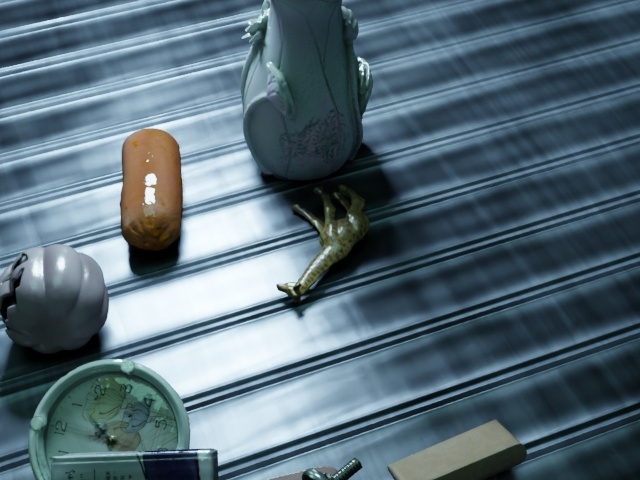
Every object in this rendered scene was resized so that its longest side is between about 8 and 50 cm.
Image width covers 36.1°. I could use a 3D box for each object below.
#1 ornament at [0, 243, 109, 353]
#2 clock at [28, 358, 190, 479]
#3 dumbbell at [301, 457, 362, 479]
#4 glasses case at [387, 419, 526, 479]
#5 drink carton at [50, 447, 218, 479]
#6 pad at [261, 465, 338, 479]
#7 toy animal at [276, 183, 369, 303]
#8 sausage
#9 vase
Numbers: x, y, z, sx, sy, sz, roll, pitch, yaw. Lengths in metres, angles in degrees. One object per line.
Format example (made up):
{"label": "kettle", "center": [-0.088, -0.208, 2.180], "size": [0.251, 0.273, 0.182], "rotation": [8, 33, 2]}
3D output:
{"label": "ornament", "center": [-0.429, 0.088, 1.576], "size": [0.177, 0.177, 0.178], "rotation": [0, 49, 0]}
{"label": "clock", "center": [-0.306, 0.295, 1.442], "size": [0.236, 0.053, 0.237], "rotation": [0, 76, 1]}
{"label": "dumbbell", "center": [-0.040, 0.385, 1.367], "size": [0.254, 0.082, 0.081], "rotation": [-34, 57, -26]}
{"label": "glasses case", "center": [0.195, 0.334, 1.439], "size": [0.193, 0.070, 0.102], "rotation": [-20, 24, -14]}
{"label": "drink carton", "center": [-0.254, 0.357, 1.349], "size": [0.222, 0.102, 0.134], "rotation": [-2, 81, -1]}
{"label": "pad", "center": [-0.079, 0.423, 1.392], "size": [0.267, 0.004, 0.181], "rotation": [-13, 49, -10]}
{"label": "toy animal", "center": [0.010, 0.001, 1.733], "size": [0.149, 0.054, 0.276], "rotation": [3, 50, 6]}
{"label": "sausage", "center": [-0.305, -0.089, 1.775], "size": [0.113, 0.114, 0.259], "rotation": [-6, 48, -5]}
{"label": "vase", "center": [-0.027, -0.319, 1.754], "size": [0.249, 0.445, 0.250], "rotation": [1, 50, -1]}
